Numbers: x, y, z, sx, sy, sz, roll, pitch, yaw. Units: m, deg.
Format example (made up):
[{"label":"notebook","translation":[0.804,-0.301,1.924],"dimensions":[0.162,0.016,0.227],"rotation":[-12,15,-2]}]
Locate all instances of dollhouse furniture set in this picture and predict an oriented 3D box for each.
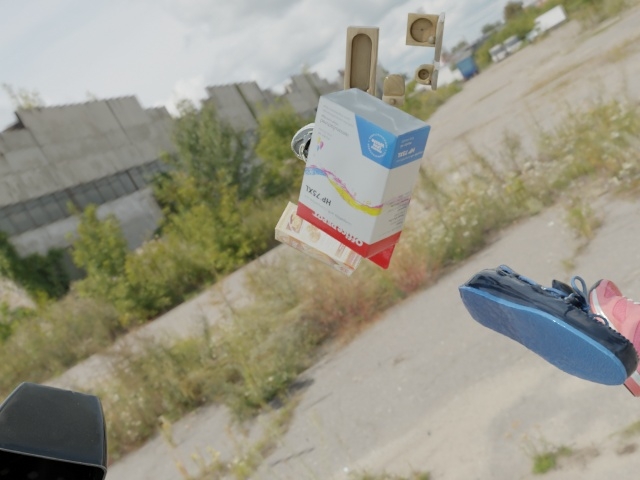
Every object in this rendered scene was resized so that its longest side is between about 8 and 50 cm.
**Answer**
[{"label":"dollhouse furniture set","translation":[0.109,-0.274,1.276],"dimensions":[0.151,0.144,0.123],"rotation":[5,22,7]}]

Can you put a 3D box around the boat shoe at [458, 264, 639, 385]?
[{"label":"boat shoe","translation":[0.272,0.078,0.984],"dimensions":[0.089,0.109,0.258],"rotation":[-36,38,-18]}]

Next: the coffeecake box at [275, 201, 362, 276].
[{"label":"coffeecake box","translation":[0.000,0.000,1.761],"dimensions":[0.068,0.185,0.142],"rotation":[-63,-1,-10]}]

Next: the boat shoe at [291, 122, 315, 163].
[{"label":"boat shoe","translation":[-0.004,-0.182,1.593],"dimensions":[0.070,0.078,0.219],"rotation":[-30,16,-29]}]

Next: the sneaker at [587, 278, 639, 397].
[{"label":"sneaker","translation":[0.636,0.175,1.659],"dimensions":[0.136,0.116,0.314],"rotation":[-35,26,23]}]

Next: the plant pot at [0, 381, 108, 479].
[{"label":"plant pot","translation":[-0.428,0.330,1.286],"dimensions":[0.167,0.188,0.187],"rotation":[-97,25,-55]}]

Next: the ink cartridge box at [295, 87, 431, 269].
[{"label":"ink cartridge box","translation":[0.049,-0.072,1.127],"dimensions":[0.078,0.134,0.231],"rotation":[-24,-44,-45]}]
